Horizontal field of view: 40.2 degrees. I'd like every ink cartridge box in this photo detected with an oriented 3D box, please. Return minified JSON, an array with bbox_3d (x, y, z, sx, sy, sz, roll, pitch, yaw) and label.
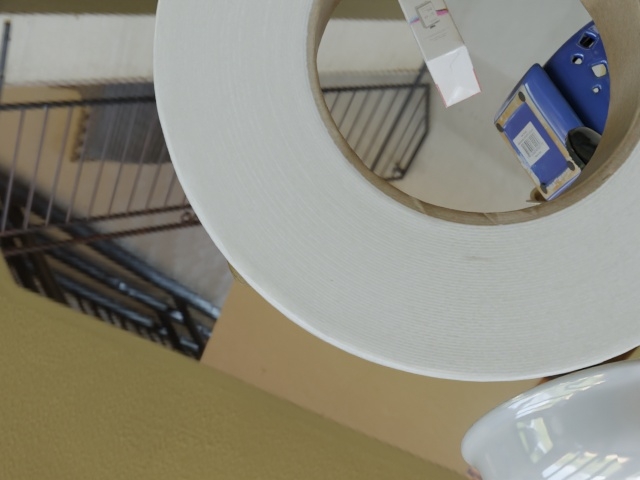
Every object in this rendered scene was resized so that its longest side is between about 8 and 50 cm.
[{"bbox_3d":[0.185,-0.325,1.398,0.067,0.115,0.198,-23,-127,11],"label":"ink cartridge box"}]

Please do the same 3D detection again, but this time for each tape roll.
[{"bbox_3d":[0.095,-0.106,0.541,0.392,0.072,0.392,0,-98,0],"label":"tape roll"}]

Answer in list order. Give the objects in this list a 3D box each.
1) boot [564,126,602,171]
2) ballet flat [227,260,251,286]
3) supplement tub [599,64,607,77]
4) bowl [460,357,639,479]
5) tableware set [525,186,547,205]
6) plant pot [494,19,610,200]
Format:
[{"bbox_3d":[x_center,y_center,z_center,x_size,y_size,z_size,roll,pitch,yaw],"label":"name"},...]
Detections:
[{"bbox_3d":[0.305,-0.103,0.898,0.045,0.099,0.121,4,-134,-19],"label":"boot"},{"bbox_3d":[0.000,0.000,1.292,0.342,0.124,0.116,-3,-129,27],"label":"ballet flat"},{"bbox_3d":[0.659,-0.328,1.837,0.144,0.200,0.144,3,-173,0],"label":"supplement tub"},{"bbox_3d":[0.305,0.243,0.907,0.297,0.298,0.134,5,-126,-25],"label":"bowl"},{"bbox_3d":[0.471,-0.104,1.651,0.141,0.020,0.169,11,-126,29],"label":"tableware set"},{"bbox_3d":[0.435,-0.207,1.458,0.212,0.236,0.236,-31,-99,-12],"label":"plant pot"}]
